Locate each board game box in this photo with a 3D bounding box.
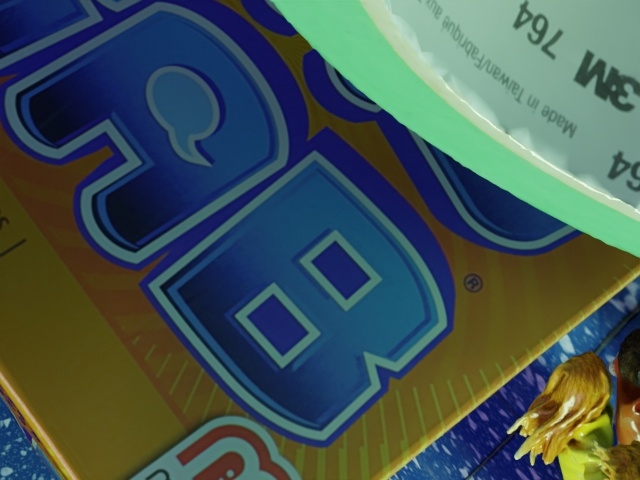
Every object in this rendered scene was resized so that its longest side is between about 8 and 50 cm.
[{"bbox_3d":[-0.045,-0.031,0.640,0.356,0.356,0.356,52,162,10],"label":"board game box"}]

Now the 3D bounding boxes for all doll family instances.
[{"bbox_3d":[0.187,0.161,0.658,0.263,0.118,0.163,-106,4,-55],"label":"doll family"}]

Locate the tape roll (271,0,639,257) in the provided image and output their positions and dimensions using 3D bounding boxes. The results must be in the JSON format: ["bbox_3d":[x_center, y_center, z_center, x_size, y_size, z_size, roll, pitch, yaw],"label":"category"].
[{"bbox_3d":[0.127,-0.064,0.266,0.321,0.077,0.321,26,168,6],"label":"tape roll"}]
